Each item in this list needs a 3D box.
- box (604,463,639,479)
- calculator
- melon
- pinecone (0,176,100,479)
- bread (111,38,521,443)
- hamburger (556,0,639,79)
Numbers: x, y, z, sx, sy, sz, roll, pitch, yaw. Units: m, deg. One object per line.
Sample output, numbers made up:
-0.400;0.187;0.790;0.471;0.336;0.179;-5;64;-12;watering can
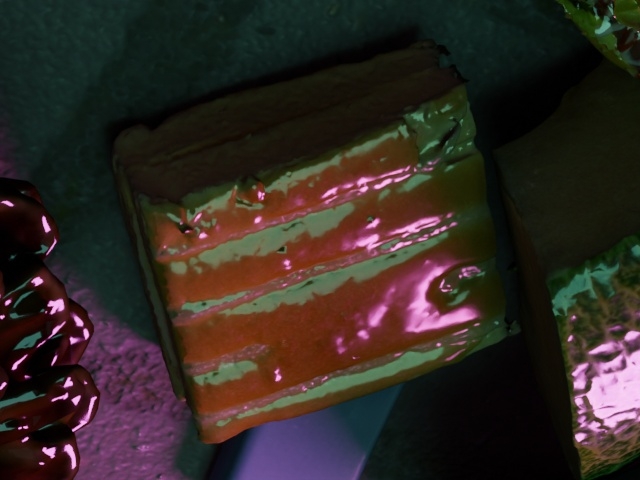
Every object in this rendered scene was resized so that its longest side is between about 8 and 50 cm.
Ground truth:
0.208;0.239;1.560;0.211;0.058;0.350;-26;167;0;box
-0.012;0.146;1.520;0.121;0.039;0.210;5;128;-23;calculator
0.231;0.024;1.426;0.226;0.331;0.343;11;144;28;melon
-0.311;0.101;1.160;0.398;0.398;0.397;-11;133;-13;pinecone
0.000;0.000;1.345;0.246;0.111;0.239;-17;134;-7;bread
0.225;-0.191;1.251;0.173;0.116;0.210;-35;118;8;hamburger
